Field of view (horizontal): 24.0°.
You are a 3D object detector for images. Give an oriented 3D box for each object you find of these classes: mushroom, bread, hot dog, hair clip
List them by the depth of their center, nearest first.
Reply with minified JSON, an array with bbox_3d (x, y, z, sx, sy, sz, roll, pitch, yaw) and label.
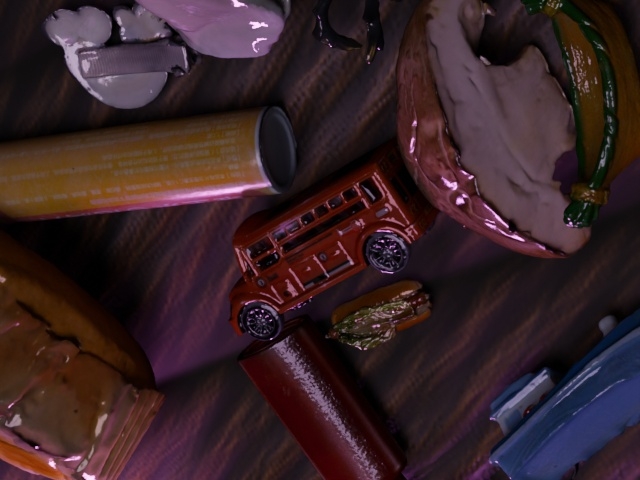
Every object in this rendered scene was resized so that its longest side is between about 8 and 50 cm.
[{"bbox_3d":[0.141,-0.102,1.441,0.151,0.156,0.286,-8,115,56],"label":"mushroom"},{"bbox_3d":[-0.204,-0.191,1.564,0.172,0.049,0.116,-2,111,25],"label":"hair clip"},{"bbox_3d":[0.062,0.081,1.602,0.133,0.041,0.056,-22,106,29],"label":"hot dog"},{"bbox_3d":[-0.341,0.125,1.662,0.236,0.183,0.388,2,148,45],"label":"bread"}]

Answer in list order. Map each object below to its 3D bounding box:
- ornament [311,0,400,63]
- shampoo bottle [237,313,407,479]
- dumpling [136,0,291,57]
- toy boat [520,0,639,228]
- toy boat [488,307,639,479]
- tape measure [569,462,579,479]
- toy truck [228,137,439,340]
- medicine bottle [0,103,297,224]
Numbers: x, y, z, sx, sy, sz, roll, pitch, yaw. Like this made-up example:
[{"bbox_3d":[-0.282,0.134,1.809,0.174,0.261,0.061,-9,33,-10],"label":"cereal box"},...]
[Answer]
[{"bbox_3d":[0.006,-0.264,1.356,0.080,0.202,0.236,10,123,30],"label":"ornament"},{"bbox_3d":[0.019,0.209,1.672,0.102,0.064,0.260,-28,104,27],"label":"shampoo bottle"},{"bbox_3d":[-0.132,-0.332,1.387,0.211,0.270,0.321,0,92,-3],"label":"dumpling"},{"bbox_3d":[0.242,-0.129,1.374,0.088,0.089,0.230,-13,92,-8],"label":"toy boat"},{"bbox_3d":[0.268,0.148,1.534,0.109,0.098,0.238,21,124,-42],"label":"toy boat"},{"bbox_3d":[0.206,0.285,1.656,0.107,0.104,0.180,37,91,27],"label":"tape measure"},{"bbox_3d":[0.000,0.000,1.546,0.252,0.107,0.114,-28,102,29],"label":"toy truck"},{"bbox_3d":[-0.237,-0.074,1.601,0.426,0.108,0.108,-6,113,23],"label":"medicine bottle"}]
